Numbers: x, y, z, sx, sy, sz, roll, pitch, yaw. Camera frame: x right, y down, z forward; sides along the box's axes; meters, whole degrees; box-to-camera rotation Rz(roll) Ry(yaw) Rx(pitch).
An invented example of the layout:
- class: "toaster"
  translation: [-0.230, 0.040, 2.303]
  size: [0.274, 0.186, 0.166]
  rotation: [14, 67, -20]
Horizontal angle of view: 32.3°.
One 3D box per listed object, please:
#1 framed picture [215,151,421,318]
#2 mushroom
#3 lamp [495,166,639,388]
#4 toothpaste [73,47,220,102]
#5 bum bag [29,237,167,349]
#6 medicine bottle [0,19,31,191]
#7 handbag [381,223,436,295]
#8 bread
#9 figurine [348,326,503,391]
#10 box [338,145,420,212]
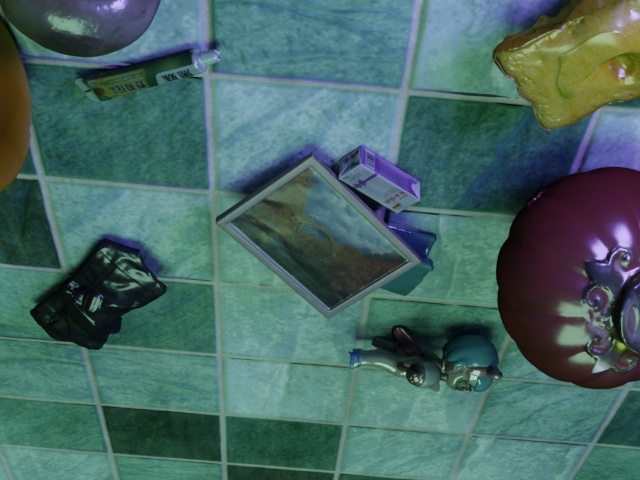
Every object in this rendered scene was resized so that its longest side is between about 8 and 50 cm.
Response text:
- class: "framed picture"
  translation: [0.000, 0.000, 1.584]
  size: [0.184, 0.016, 0.250]
  rotation: [-32, 123, 24]
- class: "mushroom"
  translation: [-0.275, -0.270, 1.247]
  size: [0.188, 0.117, 0.141]
  rotation: [7, 157, -11]
- class: "lamp"
  translation: [0.381, 0.051, 1.487]
  size: [0.303, 0.257, 0.303]
  rotation: [-7, 111, -19]
- class: "toothpaste"
  translation: [-0.214, -0.209, 1.387]
  size: [0.204, 0.031, 0.049]
  rotation: [-10, 143, 24]
- class: "bum bag"
  translation: [-0.364, 0.097, 1.817]
  size: [0.137, 0.074, 0.310]
  rotation: [33, 137, -20]
- class: "medicine bottle"
  translation: [-0.499, -0.160, 1.309]
  size: [0.232, 0.238, 0.238]
  rotation: [-5, 145, 16]
- class: "handbag"
  translation: [0.052, 0.021, 1.677]
  size: [0.221, 0.057, 0.144]
  rotation: [14, 149, -14]
- class: "bread"
  translation: [0.326, -0.226, 1.257]
  size: [0.233, 0.088, 0.161]
  rotation: [-18, 145, 25]
- class: "figurine"
  translation: [0.177, 0.199, 1.864]
  size: [0.260, 0.103, 0.205]
  rotation: [4, 171, 7]
- class: "box"
  translation: [0.082, -0.083, 1.533]
  size: [0.117, 0.036, 0.050]
  rotation: [30, 138, -34]
